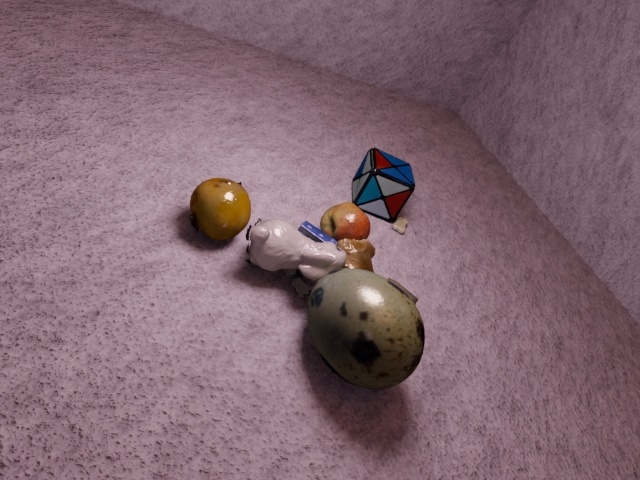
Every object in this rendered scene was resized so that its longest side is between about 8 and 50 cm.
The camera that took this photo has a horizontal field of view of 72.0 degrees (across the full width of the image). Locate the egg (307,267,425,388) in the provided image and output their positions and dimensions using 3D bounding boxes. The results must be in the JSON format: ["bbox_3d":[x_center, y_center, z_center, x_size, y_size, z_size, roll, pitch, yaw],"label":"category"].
[{"bbox_3d":[0.137,0.274,1.433,0.428,0.345,0.345,45,39,21],"label":"egg"}]

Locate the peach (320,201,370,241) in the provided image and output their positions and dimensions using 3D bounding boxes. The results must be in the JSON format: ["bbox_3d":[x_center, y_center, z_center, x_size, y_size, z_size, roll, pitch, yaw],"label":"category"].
[{"bbox_3d":[0.121,-0.067,1.908,0.233,0.232,0.232,19,39,-16],"label":"peach"}]

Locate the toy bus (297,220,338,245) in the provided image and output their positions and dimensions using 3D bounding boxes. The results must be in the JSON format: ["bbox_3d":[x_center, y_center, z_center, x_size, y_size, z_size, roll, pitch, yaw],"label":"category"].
[{"bbox_3d":[0.002,0.018,1.826,0.236,0.094,0.079,35,38,3],"label":"toy bus"}]

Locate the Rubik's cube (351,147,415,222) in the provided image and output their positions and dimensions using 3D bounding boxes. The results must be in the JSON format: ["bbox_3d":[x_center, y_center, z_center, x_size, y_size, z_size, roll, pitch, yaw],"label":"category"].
[{"bbox_3d":[0.313,-0.286,2.256,0.248,0.250,0.246,20,39,-12],"label":"Rubik's cube"}]

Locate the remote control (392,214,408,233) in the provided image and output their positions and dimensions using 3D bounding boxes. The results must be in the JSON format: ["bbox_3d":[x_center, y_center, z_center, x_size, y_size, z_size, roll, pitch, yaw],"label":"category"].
[{"bbox_3d":[0.410,-0.082,2.269,0.074,0.032,0.122,32,37,1],"label":"remote control"}]

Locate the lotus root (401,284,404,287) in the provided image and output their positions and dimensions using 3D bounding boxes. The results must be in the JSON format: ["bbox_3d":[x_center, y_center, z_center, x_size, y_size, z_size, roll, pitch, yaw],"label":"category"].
[{"bbox_3d":[0.333,0.200,1.903,0.083,0.030,0.037,25,37,-10],"label":"lotus root"}]

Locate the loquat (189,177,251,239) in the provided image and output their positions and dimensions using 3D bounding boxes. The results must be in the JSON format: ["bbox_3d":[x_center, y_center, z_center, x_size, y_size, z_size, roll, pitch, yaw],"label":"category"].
[{"bbox_3d":[-0.374,-0.113,1.619,0.244,0.244,0.244,19,39,-16],"label":"loquat"}]

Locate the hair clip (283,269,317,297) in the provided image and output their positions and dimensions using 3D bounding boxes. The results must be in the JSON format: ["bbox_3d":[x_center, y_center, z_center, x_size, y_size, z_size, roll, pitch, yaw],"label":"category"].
[{"bbox_3d":[-0.072,0.118,1.704,0.140,0.054,0.220,-7,54,-45],"label":"hair clip"}]

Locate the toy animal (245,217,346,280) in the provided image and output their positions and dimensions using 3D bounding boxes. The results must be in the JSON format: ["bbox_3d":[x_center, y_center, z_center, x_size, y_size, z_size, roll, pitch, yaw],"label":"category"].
[{"bbox_3d":[-0.082,0.039,1.584,0.357,0.193,0.258,15,2,3],"label":"toy animal"}]

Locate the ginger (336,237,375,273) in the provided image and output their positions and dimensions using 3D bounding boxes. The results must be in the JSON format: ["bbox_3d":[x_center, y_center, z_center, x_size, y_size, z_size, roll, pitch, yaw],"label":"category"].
[{"bbox_3d":[0.156,0.106,1.745,0.221,0.130,0.275,-51,121,-42],"label":"ginger"}]

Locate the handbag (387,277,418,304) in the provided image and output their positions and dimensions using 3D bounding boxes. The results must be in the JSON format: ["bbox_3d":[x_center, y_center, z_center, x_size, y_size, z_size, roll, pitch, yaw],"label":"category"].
[{"bbox_3d":[0.310,0.272,1.745,0.182,0.117,0.270,39,36,-5],"label":"handbag"}]
